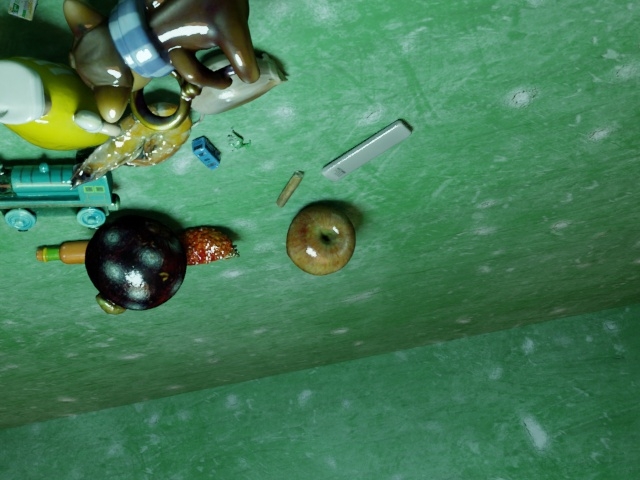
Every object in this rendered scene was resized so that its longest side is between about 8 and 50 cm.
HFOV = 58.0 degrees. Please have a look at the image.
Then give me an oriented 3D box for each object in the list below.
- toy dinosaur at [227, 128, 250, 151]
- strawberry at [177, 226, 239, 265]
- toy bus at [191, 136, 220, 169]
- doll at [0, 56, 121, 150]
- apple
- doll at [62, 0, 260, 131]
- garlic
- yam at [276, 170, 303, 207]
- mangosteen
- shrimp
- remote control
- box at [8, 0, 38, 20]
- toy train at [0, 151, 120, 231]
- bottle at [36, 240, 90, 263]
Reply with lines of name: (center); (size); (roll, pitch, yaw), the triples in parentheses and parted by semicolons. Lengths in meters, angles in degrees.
toy dinosaur: (-0.197, -0.243, 1.412); (0.062, 0.021, 0.083); (-4, 154, -25)
strawberry: (-0.366, 0.014, 1.733); (0.236, 0.106, 0.175); (-8, -173, -3)
toy bus: (-0.278, -0.212, 1.413); (0.038, 0.045, 0.083); (-19, 148, 14)
doll: (-0.527, -0.255, 1.022); (0.348, 0.423, 0.161); (20, 98, -30)
apple: (0.000, 0.000, 1.715); (0.211, 0.210, 0.188); (-4, 176, -12)
doll: (-0.268, -0.361, 1.024); (0.340, 0.209, 0.317); (-23, 117, 5)
garlic: (-0.220, -0.314, 1.229); (0.267, 0.128, 0.148); (-13, 140, 26)
yam: (-0.088, -0.141, 1.613); (0.032, 0.032, 0.145); (5, 148, -25)
mangosteen: (-0.512, 0.072, 1.589); (0.288, 0.287, 0.288); (-8, 150, -5)
shrimp: (-0.421, -0.199, 1.290); (0.317, 0.062, 0.164); (-32, 147, 11)
remote control: (0.117, -0.235, 1.524); (0.261, 0.029, 0.067); (-30, 145, 27)
box: (-0.465, -0.452, 0.935); (0.041, 0.049, 0.207); (12, 143, -31)
toy train: (-0.644, -0.123, 1.390); (0.299, 0.120, 0.194); (-3, 142, -13)
bottle: (-0.725, 0.036, 1.680); (0.187, 0.069, 0.069); (-3, 149, -9)
